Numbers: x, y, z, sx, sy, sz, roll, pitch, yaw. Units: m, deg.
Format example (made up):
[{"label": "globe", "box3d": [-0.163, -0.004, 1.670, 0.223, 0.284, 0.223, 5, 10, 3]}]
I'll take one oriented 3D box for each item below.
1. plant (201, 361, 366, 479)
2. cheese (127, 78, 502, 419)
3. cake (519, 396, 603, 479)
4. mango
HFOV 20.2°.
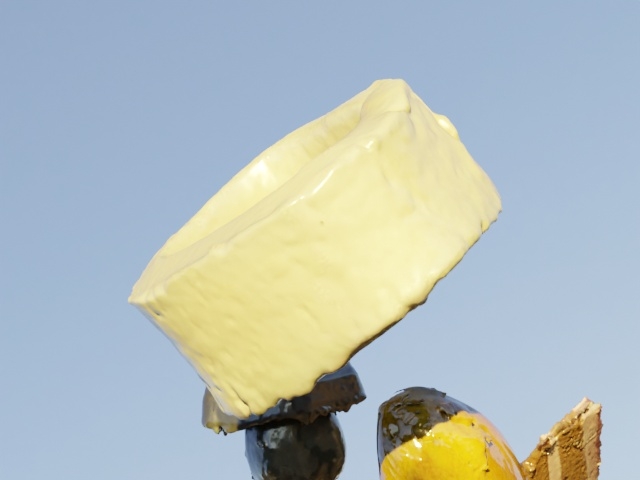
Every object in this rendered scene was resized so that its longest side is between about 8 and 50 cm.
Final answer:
[{"label": "plant", "box3d": [-0.047, 0.169, 2.059, 0.164, 0.256, 0.142, -15, -1, 40]}, {"label": "cheese", "box3d": [0.000, -0.004, 1.557, 0.332, 0.153, 0.292, -24, 18, 52]}, {"label": "cake", "box3d": [0.231, 0.264, 1.905, 0.116, 0.113, 0.295, -39, -27, -27]}, {"label": "mango", "box3d": [0.120, 0.236, 1.724, 0.151, 0.156, 0.248, -56, -44, -25]}]
